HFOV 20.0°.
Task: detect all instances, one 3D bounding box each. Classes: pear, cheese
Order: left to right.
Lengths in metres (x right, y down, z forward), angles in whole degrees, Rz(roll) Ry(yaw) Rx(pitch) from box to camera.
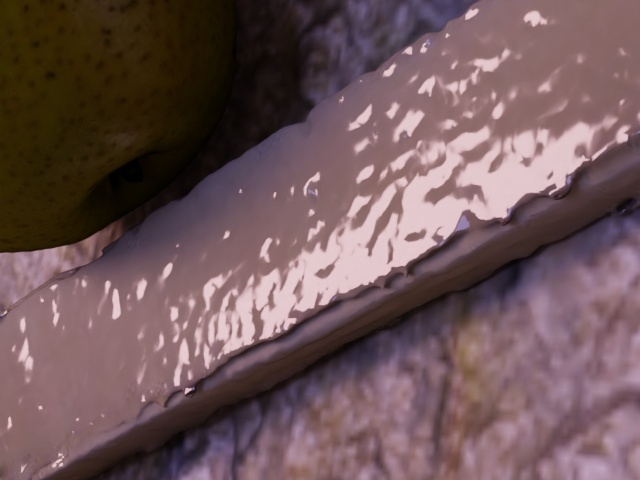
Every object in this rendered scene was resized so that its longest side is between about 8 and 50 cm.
[{"bbox_3d":[-0.126,-0.090,0.653,0.198,0.198,0.198,-19,64,44],"label":"pear"},{"bbox_3d":[-0.002,-0.002,0.592,0.400,0.034,0.085,-28,63,38],"label":"cheese"}]
